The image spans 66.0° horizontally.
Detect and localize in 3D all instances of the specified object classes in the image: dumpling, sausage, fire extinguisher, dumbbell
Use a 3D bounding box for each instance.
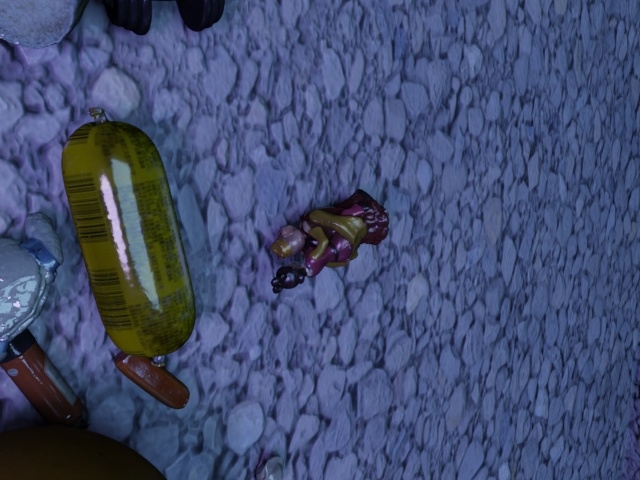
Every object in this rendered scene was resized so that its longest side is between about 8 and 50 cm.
[{"bbox_3d":[-0.082,0.404,0.854,0.059,0.043,0.077,-31,110,-53],"label":"dumpling"},{"bbox_3d":[-0.243,0.005,0.639,0.123,0.123,0.346,-17,106,-33],"label":"sausage"},{"bbox_3d":[-0.346,0.190,0.628,0.177,0.062,0.050,66,31,-22],"label":"fire extinguisher"},{"bbox_3d":[-0.241,0.202,0.716,0.131,0.039,0.041,52,59,-29],"label":"sausage"},{"bbox_3d":[-0.205,-0.323,0.644,0.209,0.099,0.099,-18,106,-33],"label":"dumbbell"}]

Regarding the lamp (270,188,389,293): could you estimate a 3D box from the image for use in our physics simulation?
[{"bbox_3d":[0.000,0.000,0.827,0.253,0.118,0.118,-27,110,-27],"label":"lamp"}]

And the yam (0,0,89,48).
[{"bbox_3d":[-0.273,-0.373,0.542,0.133,0.133,0.330,33,58,-34],"label":"yam"}]

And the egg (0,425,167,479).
[{"bbox_3d":[-0.300,0.361,0.543,0.282,0.283,0.351,-54,133,-18],"label":"egg"}]

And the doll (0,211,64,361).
[{"bbox_3d":[-0.373,0.061,0.570,0.104,0.071,0.214,22,67,7],"label":"doll"}]
